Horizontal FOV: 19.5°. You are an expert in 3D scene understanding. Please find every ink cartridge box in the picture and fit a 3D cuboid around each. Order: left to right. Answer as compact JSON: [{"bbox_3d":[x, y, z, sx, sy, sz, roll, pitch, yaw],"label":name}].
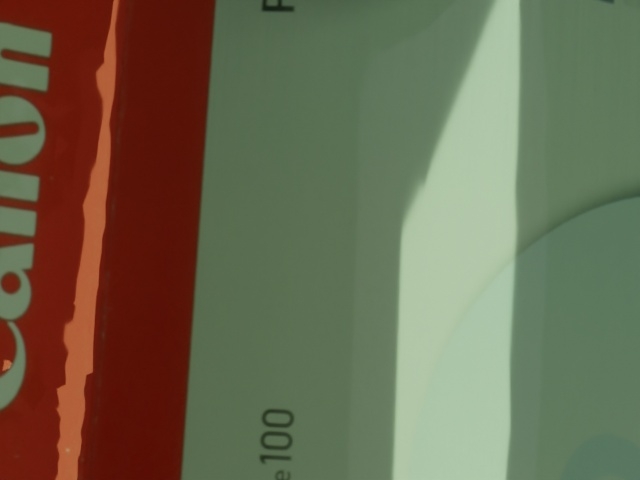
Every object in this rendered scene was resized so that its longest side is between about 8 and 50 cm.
[{"bbox_3d":[0.000,0.000,0.621,0.385,0.091,0.308,9,79,-31],"label":"ink cartridge box"}]
